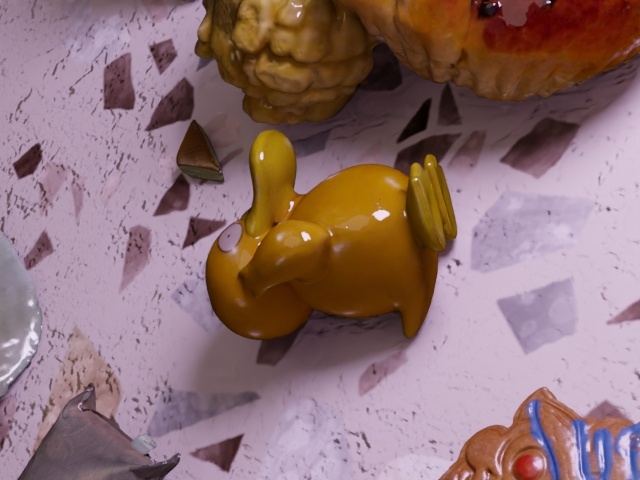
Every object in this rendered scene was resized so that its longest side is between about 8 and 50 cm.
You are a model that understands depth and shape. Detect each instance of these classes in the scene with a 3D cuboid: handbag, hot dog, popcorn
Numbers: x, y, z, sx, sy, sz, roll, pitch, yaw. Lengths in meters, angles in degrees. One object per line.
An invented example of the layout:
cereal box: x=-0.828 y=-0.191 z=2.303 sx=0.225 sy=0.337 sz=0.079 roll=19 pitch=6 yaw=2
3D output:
handbag: x=-0.248 y=0.282 z=1.572 sx=0.182 sy=0.117 sz=0.270 roll=29 pitch=84 yaw=41
hot dog: x=0.178 y=-0.320 z=1.578 sx=0.367 sy=0.196 sz=0.365 roll=20 pitch=72 yaw=3
popcorn: x=-0.025 y=-0.234 z=1.712 sx=0.250 sy=0.190 sz=0.250 roll=-158 pitch=90 yaw=-79

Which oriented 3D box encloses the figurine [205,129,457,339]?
figurine: x=0.008 y=0.005 z=1.554 sx=0.228 sy=0.215 sz=0.215 roll=9 pitch=64 yaw=12

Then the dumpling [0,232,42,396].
dumpling: x=-0.471 y=0.089 z=1.784 sx=0.270 sy=0.212 sz=0.321 roll=7 pitch=75 yaw=33

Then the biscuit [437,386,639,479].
biscuit: x=0.170 y=0.219 z=1.400 sx=0.280 sy=0.043 sz=0.183 roll=-25 pitch=47 yaw=14

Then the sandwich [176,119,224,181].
sandwich: x=-0.135 y=-0.089 z=1.802 sx=0.044 sy=0.031 sz=0.083 roll=-31 pitch=49 yaw=9
